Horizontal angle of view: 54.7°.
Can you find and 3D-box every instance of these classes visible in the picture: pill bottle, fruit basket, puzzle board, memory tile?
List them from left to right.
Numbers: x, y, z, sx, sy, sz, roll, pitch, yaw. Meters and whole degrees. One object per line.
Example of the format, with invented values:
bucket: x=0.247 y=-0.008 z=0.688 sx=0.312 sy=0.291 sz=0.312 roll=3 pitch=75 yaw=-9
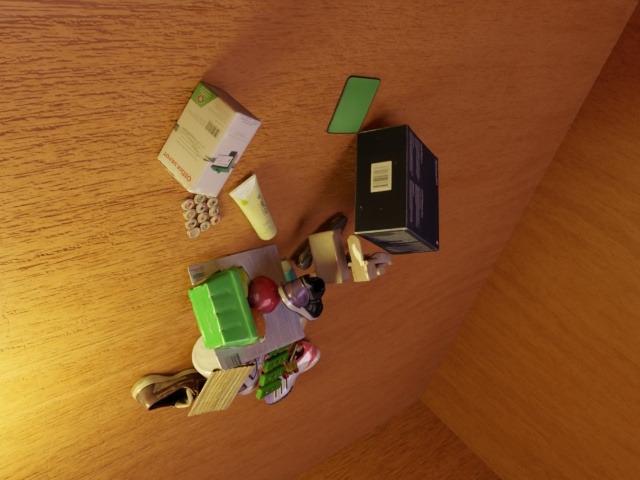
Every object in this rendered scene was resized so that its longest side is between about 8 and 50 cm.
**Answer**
memory tile: x=-0.327 y=-0.078 z=1.707 sx=0.113 sy=0.012 sz=0.148 roll=-31 pitch=146 yaw=-25
pill bottle: x=-0.316 y=0.436 z=2.153 sx=0.169 sy=0.169 sz=0.301 roll=-41 pitch=148 yaw=-12
fruit basket: x=-0.225 y=0.198 z=1.917 sx=0.166 sy=0.326 sz=0.353 roll=-21 pitch=177 yaw=38
puzzle board: x=-0.217 y=0.465 z=2.463 sx=0.097 sy=0.011 sz=0.128 roll=-21 pitch=140 yaw=-38

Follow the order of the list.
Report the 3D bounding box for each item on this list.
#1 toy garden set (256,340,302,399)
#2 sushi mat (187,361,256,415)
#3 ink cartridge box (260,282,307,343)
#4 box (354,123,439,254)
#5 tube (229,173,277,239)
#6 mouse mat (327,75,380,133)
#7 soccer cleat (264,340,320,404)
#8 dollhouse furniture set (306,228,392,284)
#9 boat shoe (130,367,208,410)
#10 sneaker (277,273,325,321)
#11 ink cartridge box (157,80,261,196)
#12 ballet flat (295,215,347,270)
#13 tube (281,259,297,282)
toy garden set: x=-0.144 y=0.433 z=2.237 sx=0.204 sy=0.049 sz=0.244 roll=-20 pitch=133 yaw=-47
sushi mat: x=-0.331 y=0.497 z=2.056 sx=0.152 sy=0.019 sz=0.316 roll=-1 pitch=141 yaw=-31
ink cartridge box: x=-0.189 y=0.252 z=2.072 sx=0.235 sy=0.193 sz=0.088 roll=-25 pitch=150 yaw=-34
box: x=0.256 y=-0.153 z=2.020 sx=0.313 sy=0.179 sz=0.342 roll=26 pitch=62 yaw=-57
tube: x=-0.192 y=-0.091 z=1.821 sx=0.240 sy=0.062 sz=0.070 roll=68 pitch=27 yaw=-51
mouse mat: x=0.101 y=-0.407 z=1.872 sx=0.153 sy=0.007 sz=0.189 roll=-10 pitch=134 yaw=-46
soccer cleat: x=-0.141 y=0.548 z=2.585 sx=0.318 sy=0.108 sz=0.116 roll=-46 pitch=129 yaw=2
dollhouse furniture set: x=0.138 y=0.023 z=2.115 sx=0.356 sy=0.303 sz=0.173 roll=-17 pitch=97 yaw=-48
boat shoe: x=-0.475 y=0.519 z=2.092 sx=0.123 sy=0.123 sz=0.342 roll=-55 pitch=148 yaw=13
sneaker: x=-0.023 y=0.180 z=1.990 sx=0.124 sy=0.107 sz=0.283 roll=-34 pitch=159 yaw=9
ink cartridge box: x=-0.266 y=-0.236 z=1.460 sx=0.093 sy=0.160 sz=0.219 roll=11 pitch=118 yaw=-55
ballet flat: x=0.000 y=0.000 z=2.173 sx=0.250 sy=0.058 sz=0.084 roll=-48 pitch=150 yaw=-9
tube: x=-0.105 y=0.143 z=2.196 sx=0.207 sy=0.052 sz=0.080 roll=70 pitch=35 yaw=-57
